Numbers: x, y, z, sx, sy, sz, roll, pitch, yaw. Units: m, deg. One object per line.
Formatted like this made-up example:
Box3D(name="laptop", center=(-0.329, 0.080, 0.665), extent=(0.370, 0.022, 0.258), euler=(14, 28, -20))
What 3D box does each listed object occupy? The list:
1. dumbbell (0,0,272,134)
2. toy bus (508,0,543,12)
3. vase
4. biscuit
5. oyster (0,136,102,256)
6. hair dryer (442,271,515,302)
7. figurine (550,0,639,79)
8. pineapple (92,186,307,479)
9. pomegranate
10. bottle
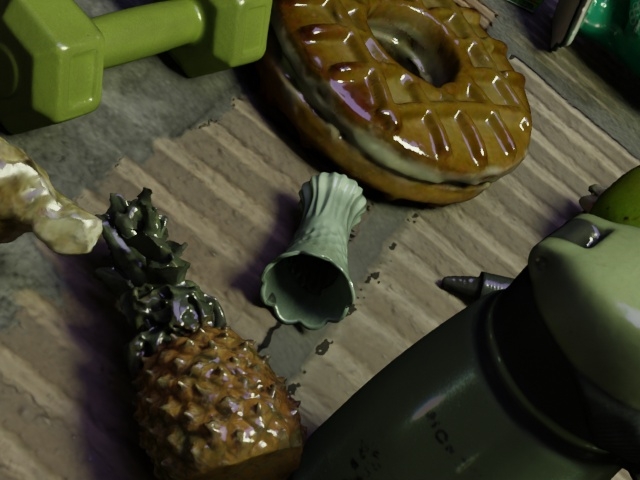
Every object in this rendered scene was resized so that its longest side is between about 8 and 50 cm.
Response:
Box3D(name="dumbbell", center=(-0.167, -0.178, 1.084), extent=(0.108, 0.121, 0.302), euler=(23, 31, 27))
Box3D(name="toy bus", center=(0.256, -0.333, 1.641), extent=(0.083, 0.037, 0.031), euler=(19, 44, -24))
Box3D(name="vase", center=(0.000, 0.000, 1.078), extent=(0.081, 0.081, 0.149), euler=(31, 35, -12))
Box3D(name="biscuit", center=(0.075, -0.175, 1.287), extent=(0.332, 0.103, 0.332), euler=(23, 41, -21))
Box3D(name="oyster", center=(-0.354, -0.055, 0.819), extent=(0.396, 0.111, 0.204), euler=(-5, 53, -38))
Box3D(name="hair dryer", center=(0.237, 0.075, 1.206), extent=(0.255, 0.128, 0.070), euler=(11, 38, -1))
Box3D(name="figurine", center=(0.487, -0.284, 1.591), extent=(0.340, 0.324, 0.231), euler=(20, 36, -2))
Box3D(name="pineapple", center=(-0.100, 0.068, 0.902), extent=(0.125, 0.125, 0.251), euler=(2, 48, -38))
Box3D(name="pomegranate", center=(0.345, -0.005, 1.313), extent=(0.180, 0.180, 0.209), euler=(7, 19, -35))
Box3D(name="bottle", center=(0.128, 0.121, 0.847), extent=(0.168, 0.347, 0.168), euler=(22, 43, -23))
